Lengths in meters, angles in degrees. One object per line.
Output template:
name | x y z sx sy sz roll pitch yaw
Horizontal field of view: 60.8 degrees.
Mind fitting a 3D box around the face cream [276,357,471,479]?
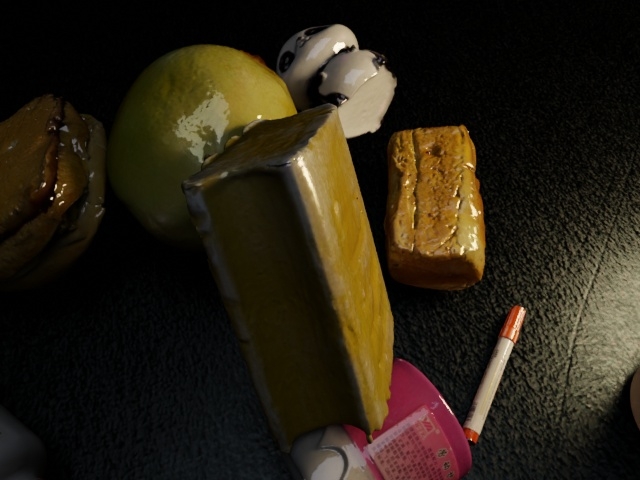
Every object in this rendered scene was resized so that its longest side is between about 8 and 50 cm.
face cream | 0.064 0.272 0.695 0.194 0.175 0.175 -29 62 -18

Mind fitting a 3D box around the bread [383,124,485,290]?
bread | 0.195 -0.060 0.936 0.166 0.132 0.295 4 58 3

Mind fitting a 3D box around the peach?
peach | -0.186 -0.149 0.877 0.281 0.316 0.314 29 21 -30

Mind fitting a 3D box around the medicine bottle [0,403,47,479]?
medicine bottle | -0.466 0.279 0.696 0.288 0.157 0.157 30 62 18

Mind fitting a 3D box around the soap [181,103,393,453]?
soap | -0.017 0.027 0.671 0.155 0.335 0.293 -11 21 16

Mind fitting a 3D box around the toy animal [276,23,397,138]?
toy animal | 0.018 -0.323 1.082 0.187 0.165 0.235 -44 69 -6

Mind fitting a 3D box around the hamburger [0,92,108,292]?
hamburger | -0.464 -0.076 0.872 0.284 0.174 0.305 -27 58 25

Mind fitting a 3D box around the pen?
pen | 0.265 0.199 0.831 0.028 0.028 0.239 25 61 15

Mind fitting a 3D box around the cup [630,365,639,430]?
cup | 0.555 0.183 0.727 0.185 0.226 0.241 9 65 5
